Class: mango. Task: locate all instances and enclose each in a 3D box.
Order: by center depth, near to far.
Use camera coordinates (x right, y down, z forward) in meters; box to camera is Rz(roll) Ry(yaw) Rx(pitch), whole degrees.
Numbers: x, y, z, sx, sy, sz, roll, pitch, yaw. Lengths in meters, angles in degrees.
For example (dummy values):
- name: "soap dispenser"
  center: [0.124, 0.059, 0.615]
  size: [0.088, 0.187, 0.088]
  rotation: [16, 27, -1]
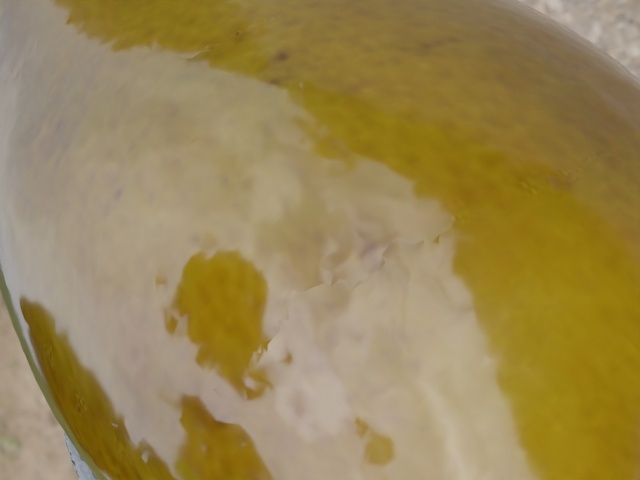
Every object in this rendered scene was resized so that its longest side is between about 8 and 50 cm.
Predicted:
- name: "mango"
  center: [0.000, 0.000, 0.647]
  size: [0.378, 0.221, 0.264]
  rotation: [42, -172, 36]

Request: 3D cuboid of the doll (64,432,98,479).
- name: "doll"
  center: [-0.078, 0.232, 1.399]
  size: [0.340, 0.246, 0.158]
  rotation: [63, 171, -18]
